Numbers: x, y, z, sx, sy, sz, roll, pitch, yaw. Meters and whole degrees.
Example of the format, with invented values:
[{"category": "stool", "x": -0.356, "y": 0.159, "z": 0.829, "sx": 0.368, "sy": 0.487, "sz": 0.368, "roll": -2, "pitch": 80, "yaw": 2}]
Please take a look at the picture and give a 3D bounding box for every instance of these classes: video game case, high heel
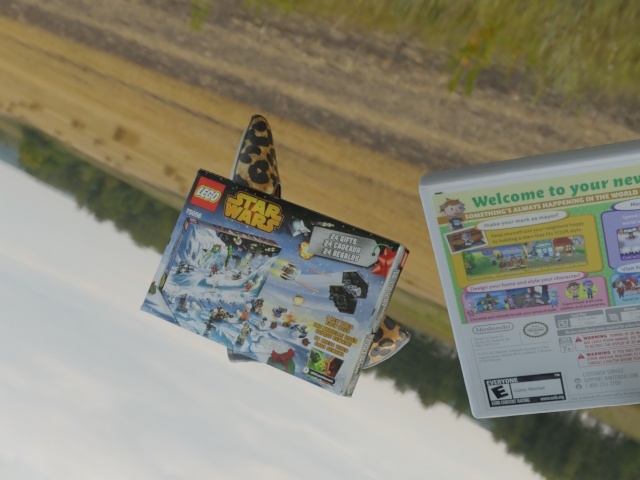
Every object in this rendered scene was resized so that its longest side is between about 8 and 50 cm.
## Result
[{"category": "video game case", "x": 0.189, "y": 0.028, "z": 0.749, "sx": 0.212, "sy": 0.193, "sz": 0.023, "roll": -8, "pitch": -153, "yaw": 16}, {"category": "high heel", "x": 0.000, "y": 0.000, "z": 1.140, "sx": 0.186, "sy": 0.261, "sz": 0.093, "roll": 0, "pitch": 177, "yaw": 10}]

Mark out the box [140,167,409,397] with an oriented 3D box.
[{"category": "box", "x": -0.028, "y": 0.024, "z": 0.659, "sx": 0.137, "sy": 0.094, "sz": 0.027, "roll": 22, "pitch": 177, "yaw": 19}]
